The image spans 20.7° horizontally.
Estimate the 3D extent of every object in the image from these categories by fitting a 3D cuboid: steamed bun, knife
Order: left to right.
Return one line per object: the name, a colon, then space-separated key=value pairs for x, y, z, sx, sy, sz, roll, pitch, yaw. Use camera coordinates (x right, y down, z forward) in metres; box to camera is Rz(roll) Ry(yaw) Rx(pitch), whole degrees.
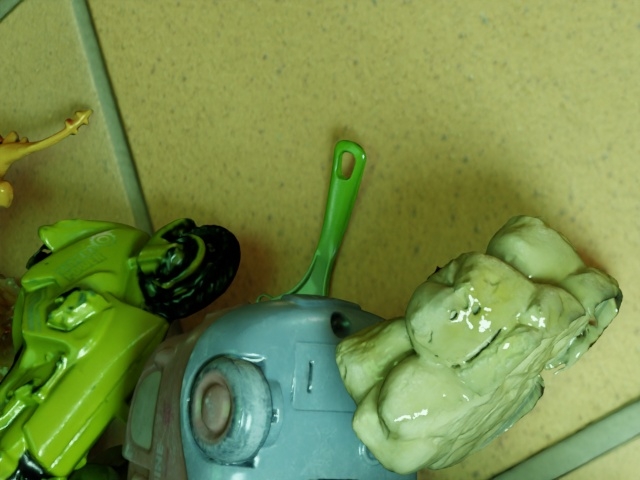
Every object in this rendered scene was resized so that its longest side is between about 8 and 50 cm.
knife: x=0.001 y=0.000 z=1.380 sx=0.078 sy=0.022 sz=0.166 roll=22 pitch=100 yaw=24
steamed bun: x=0.091 y=0.069 z=1.175 sx=0.106 sy=0.192 sz=0.177 roll=49 pitch=128 yaw=19

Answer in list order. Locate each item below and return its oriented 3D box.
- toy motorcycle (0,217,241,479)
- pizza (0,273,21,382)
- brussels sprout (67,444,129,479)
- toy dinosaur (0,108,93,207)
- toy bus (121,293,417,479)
toy motorcycle: x=-0.218 y=0.103 z=1.430 sx=0.342 sy=0.142 sz=0.206 roll=-51 pitch=29 yaw=-13
pizza: x=-0.281 y=0.143 z=1.589 sx=0.229 sy=0.081 sz=0.289 roll=-18 pitch=71 yaw=40
brussels sprout: x=-0.182 y=0.250 z=1.479 sx=0.181 sy=0.100 sz=0.139 roll=-22 pitch=83 yaw=35
toy dinosaur: x=-0.331 y=-0.048 z=1.651 sx=0.288 sy=0.070 sz=0.117 roll=-41 pitch=24 yaw=7
toy bus: x=-0.051 y=0.182 z=1.304 sx=0.232 sy=0.197 sz=0.294 roll=5 pitch=90 yaw=54
